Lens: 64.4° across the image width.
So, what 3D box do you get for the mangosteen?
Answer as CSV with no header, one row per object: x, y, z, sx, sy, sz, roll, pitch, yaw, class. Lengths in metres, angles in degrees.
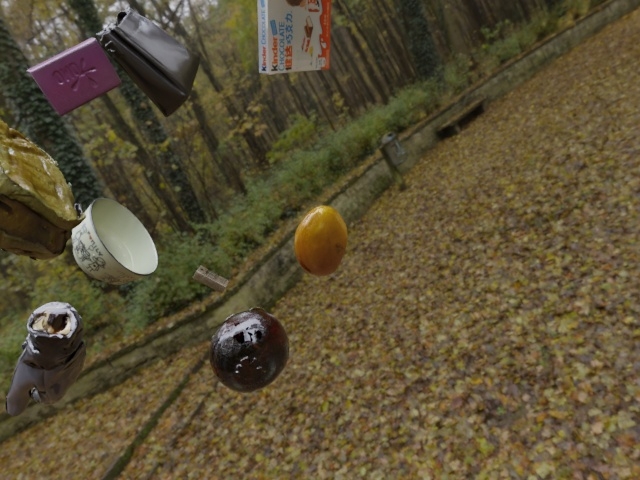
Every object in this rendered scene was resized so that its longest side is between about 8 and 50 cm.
-0.267,0.410,1.932,0.330,0.330,0.330,-29,12,7,mangosteen

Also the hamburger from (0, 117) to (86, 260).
-0.589,-0.095,0.973,0.134,0.285,0.265,-41,-32,4,hamburger

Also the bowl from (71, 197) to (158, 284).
-0.550,0.019,1.328,0.126,0.238,0.238,-33,11,12,bowl

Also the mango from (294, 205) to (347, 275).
0.000,0.000,1.435,0.154,0.252,0.126,-12,51,-13,mango

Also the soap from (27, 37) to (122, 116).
-0.880,-0.588,1.831,0.259,0.181,0.081,-35,36,-17,soap

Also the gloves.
-0.468,0.209,0.862,0.285,0.119,0.142,-41,10,42,gloves

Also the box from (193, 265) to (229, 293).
-0.272,0.097,1.266,0.024,0.083,0.053,-57,8,10,box

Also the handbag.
-0.449,-0.482,1.344,0.113,0.257,0.285,-35,33,23,handbag

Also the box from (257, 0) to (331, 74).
-0.067,-0.610,1.412,0.048,0.273,0.265,21,31,35,box
